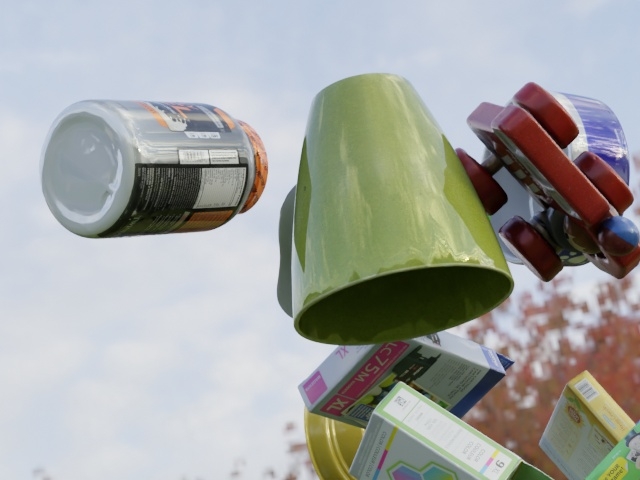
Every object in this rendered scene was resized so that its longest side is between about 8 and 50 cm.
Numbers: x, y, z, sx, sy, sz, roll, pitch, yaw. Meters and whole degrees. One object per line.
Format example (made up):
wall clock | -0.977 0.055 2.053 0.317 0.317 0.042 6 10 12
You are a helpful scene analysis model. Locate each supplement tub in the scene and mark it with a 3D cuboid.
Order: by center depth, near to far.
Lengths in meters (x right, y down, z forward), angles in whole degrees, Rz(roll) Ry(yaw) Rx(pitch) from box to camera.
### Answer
supplement tub | -0.228 -0.103 2.084 0.194 0.193 0.316 -26 -12 33

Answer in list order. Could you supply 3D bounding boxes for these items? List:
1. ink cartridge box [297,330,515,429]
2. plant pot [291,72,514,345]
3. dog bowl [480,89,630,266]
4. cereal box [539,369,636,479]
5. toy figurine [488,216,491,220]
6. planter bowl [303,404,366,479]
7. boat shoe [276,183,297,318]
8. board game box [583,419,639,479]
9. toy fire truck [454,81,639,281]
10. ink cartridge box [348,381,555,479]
ink cartridge box | 0.141 0.214 2.177 0.311 0.065 0.186 21 -59 -40
plant pot | 0.077 -0.050 1.840 0.275 0.293 0.275 -9 -21 -4
dog bowl | 0.347 -0.092 2.198 0.104 0.264 0.265 4 -27 -23
cereal box | 0.427 0.323 2.257 0.047 0.173 0.240 -32 -23 -19
toy figurine | 0.148 -0.021 2.237 0.173 0.130 0.159 -9 -23 -38
planter bowl | 0.065 0.334 2.492 0.090 0.217 0.217 -18 -24 26
boat shoe | 0.000 0.000 2.113 0.096 0.088 0.267 24 -47 22
board game box | 0.432 0.179 1.641 0.317 0.046 0.213 -47 -24 2
toy fire truck | 0.307 -0.060 1.887 0.169 0.302 0.254 -42 14 1
ink cartridge box | 0.142 0.252 1.542 0.062 0.209 0.109 -45 -19 -43
